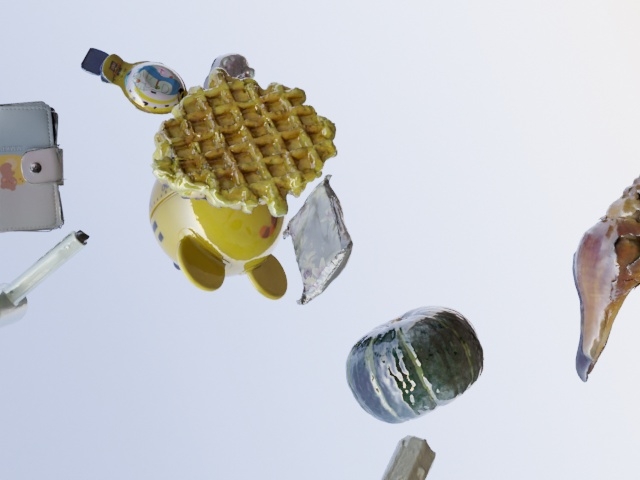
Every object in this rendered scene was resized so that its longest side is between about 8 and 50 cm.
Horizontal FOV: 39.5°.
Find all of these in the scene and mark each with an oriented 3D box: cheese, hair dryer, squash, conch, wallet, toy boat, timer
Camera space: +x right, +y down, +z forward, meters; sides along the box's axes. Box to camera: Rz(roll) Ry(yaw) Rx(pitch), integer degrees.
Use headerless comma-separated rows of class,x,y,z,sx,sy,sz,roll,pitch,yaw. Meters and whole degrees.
cheese,-0.403,-0.353,1.968,0.250,0.064,0.156,21,-128,-11
hair dryer,-0.479,0.065,1.479,0.073,0.236,0.131,54,-177,-2
squash,0.165,0.216,1.587,0.252,0.252,0.165,-25,-92,-60
conch,0.306,0.035,0.956,0.080,0.232,0.086,25,-147,8
wallet,-0.529,-0.126,1.540,0.170,0.069,0.230,-5,-88,-18
toy boat,-0.213,-0.341,2.096,0.155,0.085,0.227,74,-152,-56
timer,-0.244,-0.034,2.177,0.376,0.376,0.386,14,-126,-56

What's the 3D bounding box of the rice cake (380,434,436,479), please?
rice cake,0.080,0.346,1.105,0.256,0.057,0.052,-54,-29,-45

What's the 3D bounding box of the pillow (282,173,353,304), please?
pillow,0.000,0.000,1.619,0.059,0.169,0.255,29,-155,-26

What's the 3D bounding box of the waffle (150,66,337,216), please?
waffle,-0.103,-0.138,1.226,0.058,0.238,0.243,92,-156,-56
